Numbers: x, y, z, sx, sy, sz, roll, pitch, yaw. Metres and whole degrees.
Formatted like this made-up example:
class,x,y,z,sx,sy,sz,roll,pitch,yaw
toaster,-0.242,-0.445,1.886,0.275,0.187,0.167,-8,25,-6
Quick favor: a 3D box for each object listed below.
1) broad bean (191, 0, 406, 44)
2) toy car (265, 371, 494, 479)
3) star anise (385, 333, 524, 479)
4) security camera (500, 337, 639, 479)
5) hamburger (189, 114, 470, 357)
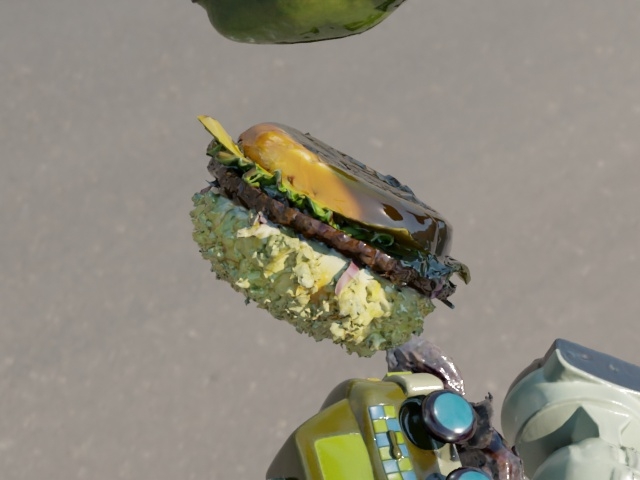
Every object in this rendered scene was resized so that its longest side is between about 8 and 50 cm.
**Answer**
class,x,y,z,sx,sy,sz,roll,pitch,yaw
broad bean,0.063,-0.125,0.620,0.052,0.256,0.052,62,28,-11
toy car,0.042,0.255,1.688,0.198,0.204,0.247,-2,58,-25
star anise,0.147,0.216,2.073,0.129,0.212,0.282,-32,54,1
security camera,0.325,0.285,2.119,0.197,0.191,0.277,21,33,-14
hamburger,0.000,0.000,1.411,0.243,0.138,0.262,32,8,25
